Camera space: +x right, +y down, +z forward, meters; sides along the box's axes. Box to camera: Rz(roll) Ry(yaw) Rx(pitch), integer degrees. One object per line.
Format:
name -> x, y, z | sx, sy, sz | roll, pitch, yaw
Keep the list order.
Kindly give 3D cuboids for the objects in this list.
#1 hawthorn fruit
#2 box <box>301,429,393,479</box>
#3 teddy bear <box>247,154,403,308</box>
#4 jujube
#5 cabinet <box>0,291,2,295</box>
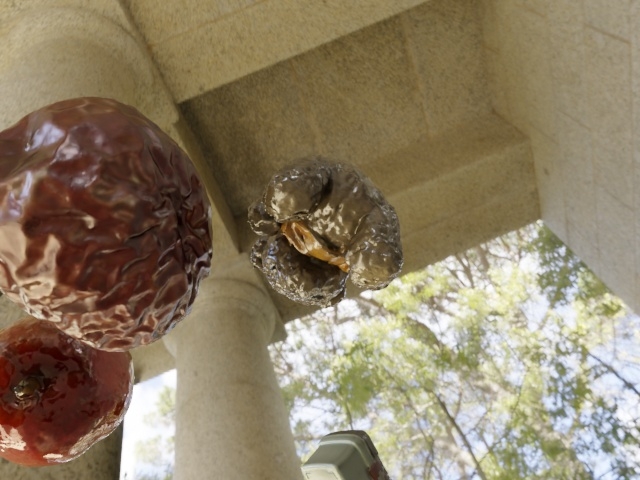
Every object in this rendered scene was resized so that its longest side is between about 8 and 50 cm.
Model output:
hawthorn fruit -> -0.409, 0.216, 0.887 | 0.241, 0.272, 0.242 | 1, -97, -5
box -> 0.067, 0.529, 1.300 | 0.148, 0.129, 0.210 | -23, -83, 44
teddy bear -> 0.000, 0.000, 0.682 | 0.177, 0.140, 0.190 | 32, -50, -6
jujube -> -0.209, -0.011, 0.580 | 0.212, 0.213, 0.232 | -26, -43, 2
cabinet -> -0.437, -0.015, 0.709 | 0.145, 0.150, 0.206 | 35, -35, -6
